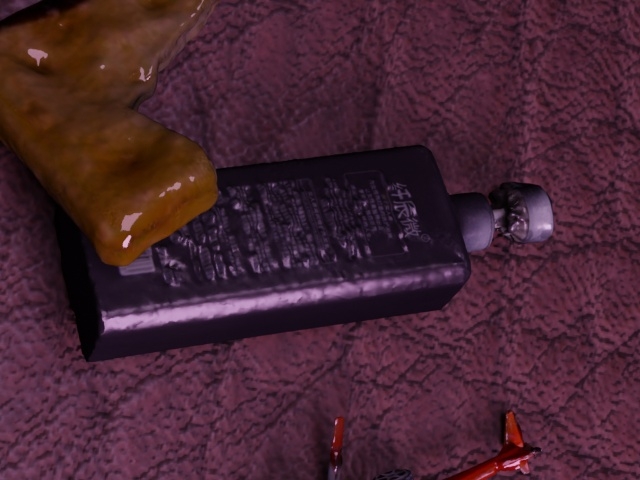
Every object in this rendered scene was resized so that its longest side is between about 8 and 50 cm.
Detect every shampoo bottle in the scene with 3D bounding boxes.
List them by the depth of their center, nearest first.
[{"bbox_3d":[0.000,0.001,1.086,0.309,0.071,0.098,-8,64,-21],"label":"shampoo bottle"}]

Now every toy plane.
[{"bbox_3d":[0.060,0.172,1.101,0.194,0.077,0.126,1,92,-30],"label":"toy plane"}]

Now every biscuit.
[{"bbox_3d":[-0.107,-0.085,1.041,0.174,0.039,0.183,-29,66,-24],"label":"biscuit"}]
